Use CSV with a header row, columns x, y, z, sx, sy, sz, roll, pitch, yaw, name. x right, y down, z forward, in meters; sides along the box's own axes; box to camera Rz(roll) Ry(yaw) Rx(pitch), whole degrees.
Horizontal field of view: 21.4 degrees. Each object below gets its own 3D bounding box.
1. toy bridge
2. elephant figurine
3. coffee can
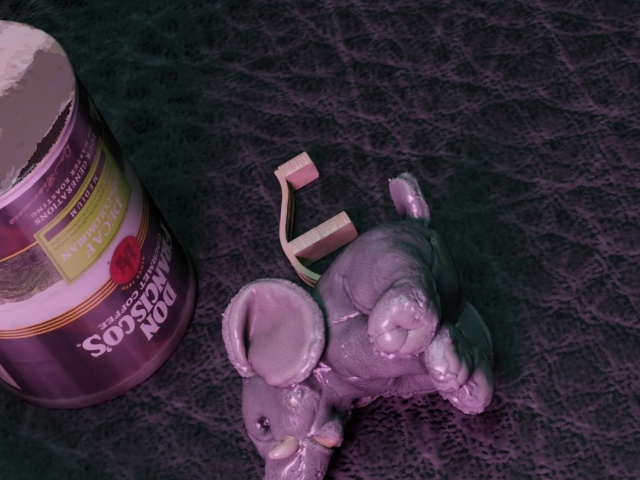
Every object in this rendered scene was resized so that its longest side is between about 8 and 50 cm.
x,y,z,sx,sy,sz,roll,pitch,yaw,name
0.000,0.000,1.450,0.063,0.026,0.188,-31,51,-2,toy bridge
0.001,0.097,1.309,0.239,0.169,0.186,-26,20,20,elephant figurine
-0.241,-0.015,1.387,0.201,0.275,0.201,-10,53,13,coffee can
